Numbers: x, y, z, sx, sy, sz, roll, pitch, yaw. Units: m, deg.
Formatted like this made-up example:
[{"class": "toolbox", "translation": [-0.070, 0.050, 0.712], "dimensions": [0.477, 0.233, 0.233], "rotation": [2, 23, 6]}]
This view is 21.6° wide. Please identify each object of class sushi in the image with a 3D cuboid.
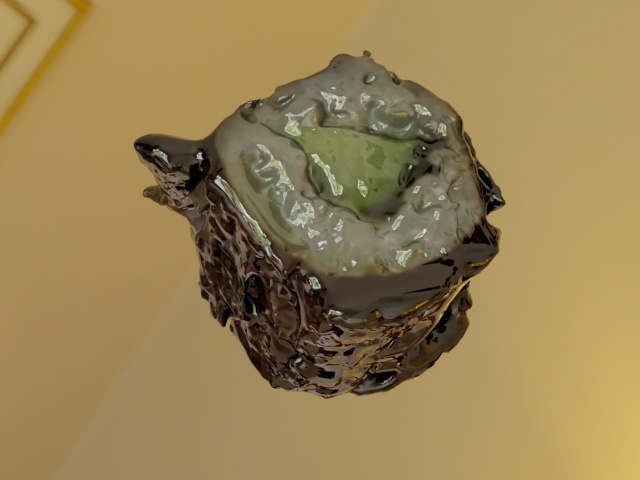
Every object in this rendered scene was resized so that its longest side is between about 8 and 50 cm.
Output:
[{"class": "sushi", "translation": [0.002, 0.000, 0.534], "dimensions": [0.094, 0.098, 0.084], "rotation": [62, -16, 22]}]
